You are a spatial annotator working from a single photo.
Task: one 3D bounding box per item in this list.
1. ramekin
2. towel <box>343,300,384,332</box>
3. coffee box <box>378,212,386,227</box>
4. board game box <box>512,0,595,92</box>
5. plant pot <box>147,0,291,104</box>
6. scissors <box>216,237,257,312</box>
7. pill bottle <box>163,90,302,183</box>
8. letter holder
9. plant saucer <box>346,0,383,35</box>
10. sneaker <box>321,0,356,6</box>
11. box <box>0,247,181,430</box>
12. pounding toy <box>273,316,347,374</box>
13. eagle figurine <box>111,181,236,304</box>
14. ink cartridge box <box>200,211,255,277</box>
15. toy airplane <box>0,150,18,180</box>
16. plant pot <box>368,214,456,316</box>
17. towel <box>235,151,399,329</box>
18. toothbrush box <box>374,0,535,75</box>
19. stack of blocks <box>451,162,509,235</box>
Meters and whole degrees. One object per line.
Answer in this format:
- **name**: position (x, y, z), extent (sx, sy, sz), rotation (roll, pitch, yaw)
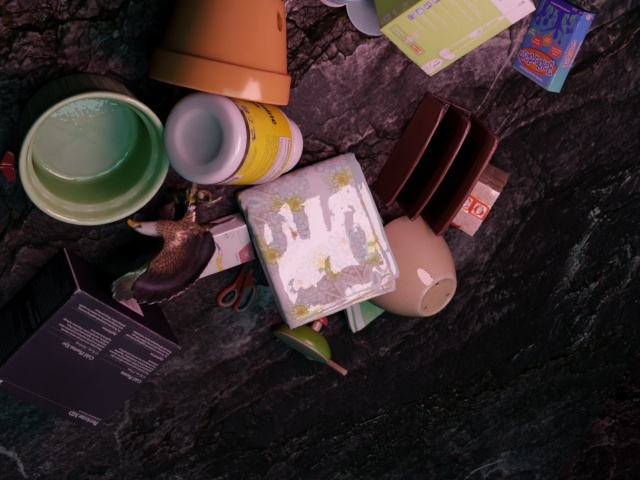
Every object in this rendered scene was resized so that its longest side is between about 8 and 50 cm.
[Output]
- **ramekin**: position (-0.480, -0.197, 1.643), extent (0.303, 0.148, 0.304), rotation (-16, 130, -20)
- **towel**: position (0.203, 0.122, 2.316), extent (0.324, 0.038, 0.248), rotation (-34, 147, -11)
- **coffee box**: position (0.114, -0.041, 2.152), extent (0.113, 0.040, 0.184), rotation (-34, 115, -3)
- **board game box**: position (0.596, -0.512, 2.036), extent (0.047, 0.160, 0.210), rotation (1, 122, -30)
- **plant pot**: position (-0.188, -0.402, 1.591), extent (0.290, 0.291, 0.204), rotation (4, 105, -33)
- **scissors**: position (-0.188, 0.071, 2.113), extent (0.108, 0.021, 0.297), rotation (12, 116, -34)
- **pill bottle**: position (-0.173, -0.216, 1.714), extent (0.188, 0.188, 0.334), rotation (-57, 162, 17)
- **letter holder**: position (0.296, -0.192, 2.044), extent (0.151, 0.214, 0.302), rotation (19, 113, -25)
- **plant saucer**: position (0.137, -0.569, 1.804), extent (0.194, 0.037, 0.195), rotation (-16, 130, -21)
- **sneaker**: position (0.110, -0.620, 1.610), extent (0.127, 0.208, 0.319), rotation (23, 103, -19)
- **box**: position (-0.579, 0.245, 1.899), extent (0.312, 0.179, 0.343), rotation (-44, 133, 4)
- **pounding toy**: position (-0.018, 0.275, 2.287), extent (0.237, 0.182, 0.110), rotation (45, 69, -44)
- **eagle figurine**: position (-0.342, 0.017, 1.798), extent (0.226, 0.225, 0.299), rotation (50, 52, -70)
- **ink cartridge box**: position (-0.275, 0.020, 1.979), extent (0.198, 0.067, 0.115), rotation (-20, 130, -10)
- **toy airplane**: position (-0.696, -0.152, 1.632), extent (0.151, 0.028, 0.151), rotation (-15, 129, -20)
- **plant pot**: position (0.260, 0.097, 2.151), extent (0.284, 0.191, 0.284), rotation (-24, 136, -26)
- **towel**: position (0.000, 0.000, 1.983), extent (0.320, 0.090, 0.375), rotation (-21, 92, -13)
- **toothbrush box**: position (0.292, -0.526, 1.744), extent (0.283, 0.122, 0.206), rotation (-28, 141, 32)
- **stack of blocks**: position (0.428, -0.107, 2.172), extent (0.171, 0.087, 0.297), rotation (-62, 171, 21)
